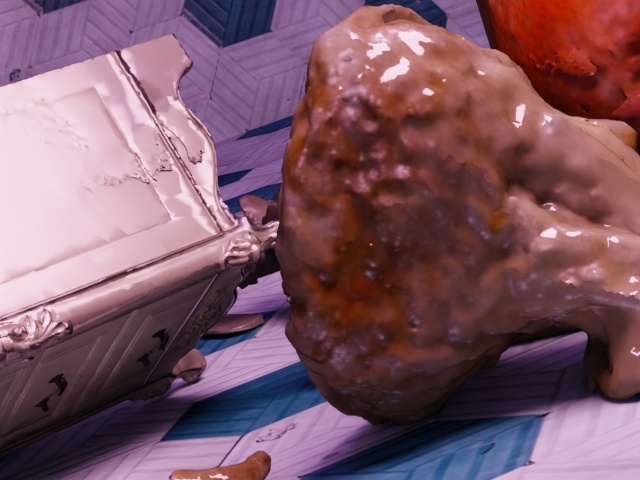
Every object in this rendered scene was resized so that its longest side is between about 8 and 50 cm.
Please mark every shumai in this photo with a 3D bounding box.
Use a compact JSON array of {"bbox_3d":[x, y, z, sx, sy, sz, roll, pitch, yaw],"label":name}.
[{"bbox_3d":[0.127,-0.010,1.314,0.262,0.314,0.267,7,39,30],"label":"shumai"}]

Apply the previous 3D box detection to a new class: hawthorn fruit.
[{"bbox_3d":[0.273,-0.188,1.634,0.276,0.276,0.307,-15,27,16],"label":"hawthorn fruit"}]

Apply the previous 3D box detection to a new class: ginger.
[{"bbox_3d":[-0.076,0.172,1.335,0.048,0.030,0.097,21,33,30],"label":"ginger"}]

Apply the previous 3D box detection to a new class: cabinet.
[{"bbox_3d":[-0.230,0.028,1.584,0.318,0.227,0.290,-22,-18,-33],"label":"cabinet"}]

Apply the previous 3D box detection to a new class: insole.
[{"bbox_3d":[-0.124,0.088,1.959,0.063,0.010,0.192,-26,13,-37],"label":"insole"}]

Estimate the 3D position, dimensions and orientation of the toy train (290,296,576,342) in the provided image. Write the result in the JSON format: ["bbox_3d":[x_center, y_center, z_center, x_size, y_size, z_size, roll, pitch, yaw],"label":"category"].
[{"bbox_3d":[0.128,0.007,1.589,0.299,0.131,0.202,-15,12,23],"label":"toy train"}]

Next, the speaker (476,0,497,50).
[{"bbox_3d":[0.295,-0.195,2.121,0.153,0.231,0.192,-21,10,-19],"label":"speaker"}]

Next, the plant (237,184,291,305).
[{"bbox_3d":[0.000,0.000,1.862,0.203,0.131,0.142,2,21,39],"label":"plant"}]
